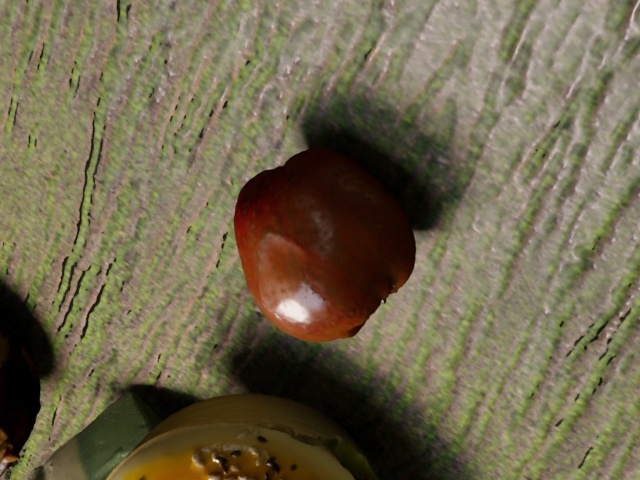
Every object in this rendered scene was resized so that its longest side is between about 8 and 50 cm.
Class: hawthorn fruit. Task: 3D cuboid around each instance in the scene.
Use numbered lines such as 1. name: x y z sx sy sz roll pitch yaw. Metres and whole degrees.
1. hawthorn fruit: 0.000 0.000 1.373 0.138 0.133 0.133 48 150 -1

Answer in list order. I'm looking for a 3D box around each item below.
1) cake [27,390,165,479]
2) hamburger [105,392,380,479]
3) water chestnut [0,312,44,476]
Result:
1. cake: -0.146 0.321 1.890 0.283 0.158 0.172 49 -178 -25
2. hamburger: -0.062 0.280 1.684 0.300 0.176 0.300 0 114 1
3. water chestnut: -0.450 0.164 1.935 0.300 0.300 0.300 26 149 17
